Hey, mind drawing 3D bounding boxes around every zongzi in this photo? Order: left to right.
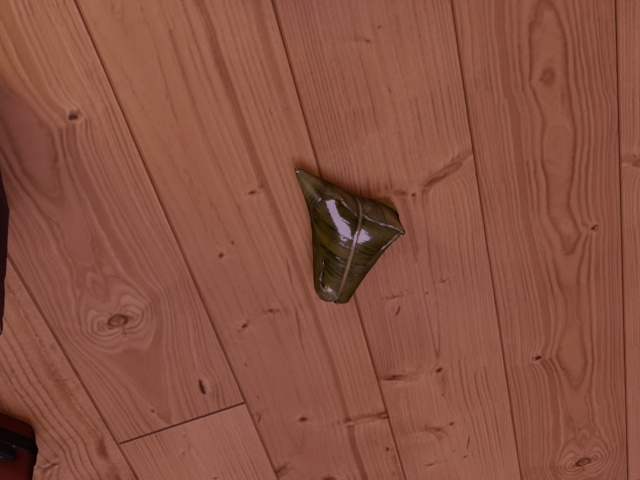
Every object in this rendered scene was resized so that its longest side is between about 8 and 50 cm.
[{"bbox_3d":[-0.002,0.001,1.452,0.204,0.094,0.205,24,117,-24],"label":"zongzi"}]

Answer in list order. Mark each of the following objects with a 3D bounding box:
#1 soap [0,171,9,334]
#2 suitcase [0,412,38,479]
[{"bbox_3d":[-0.478,-0.064,1.151,0.107,0.296,0.285,-10,129,-11],"label":"soap"},{"bbox_3d":[-0.647,0.378,1.510,0.297,0.161,0.236,30,112,-30],"label":"suitcase"}]
